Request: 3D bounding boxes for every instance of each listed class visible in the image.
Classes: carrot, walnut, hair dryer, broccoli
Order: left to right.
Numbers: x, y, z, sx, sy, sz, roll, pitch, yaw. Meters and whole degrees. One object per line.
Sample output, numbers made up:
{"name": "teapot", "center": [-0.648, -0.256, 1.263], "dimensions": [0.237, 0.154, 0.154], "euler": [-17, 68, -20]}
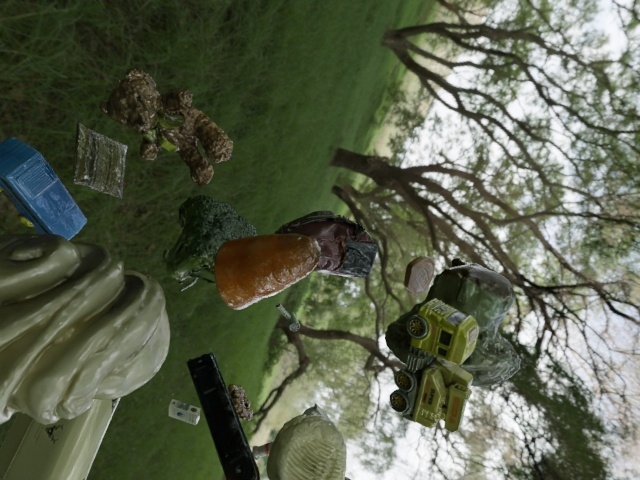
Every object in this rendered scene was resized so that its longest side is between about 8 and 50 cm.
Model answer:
{"name": "broccoli", "center": [-0.323, 0.031, 1.254], "dimensions": [0.283, 0.321, 0.304], "euler": [-30, -149, 7]}
{"name": "walnut", "center": [-0.324, 0.636, 1.635], "dimensions": [0.143, 0.069, 0.170], "euler": [57, -8, 44]}
{"name": "carrot", "center": [-0.100, 0.053, 0.917], "dimensions": [0.159, 0.224, 0.159], "euler": [-14, 90, -71]}
{"name": "hair dryer", "center": [-0.115, 0.244, 1.382], "dimensions": [0.037, 0.124, 0.063], "euler": [-36, -147, -3]}

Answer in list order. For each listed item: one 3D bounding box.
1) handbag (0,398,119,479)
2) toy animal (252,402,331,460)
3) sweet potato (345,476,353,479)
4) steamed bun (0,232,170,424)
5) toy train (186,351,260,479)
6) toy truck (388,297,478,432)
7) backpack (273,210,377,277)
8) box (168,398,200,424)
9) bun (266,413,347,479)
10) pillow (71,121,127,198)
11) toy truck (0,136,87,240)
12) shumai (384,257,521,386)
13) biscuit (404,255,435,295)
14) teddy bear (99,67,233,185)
{"name": "handbag", "center": [-0.677, 0.496, 1.096], "dimensions": [0.160, 0.236, 0.359], "euler": [57, 43, -56]}
{"name": "toy animal", "center": [-0.084, 0.659, 1.352], "dimensions": [0.282, 0.141, 0.138], "euler": [-28, 160, -13]}
{"name": "sweet potato", "center": [0.073, 0.976, 1.683], "dimensions": [0.059, 0.280, 0.067], "euler": [-78, -175, -59]}
{"name": "steamed bun", "center": [-0.429, 0.109, 0.681], "dimensions": [0.339, 0.351, 0.248], "euler": [-6, 109, -59]}
{"name": "toy train", "center": [-0.282, 0.513, 1.198], "dimensions": [0.409, 0.086, 0.089], "euler": [54, -30, 36]}
{"name": "toy truck", "center": [0.259, 0.278, 0.911], "dimensions": [0.124, 0.157, 0.273], "euler": [-10, 114, -54]}
{"name": "backpack", "center": [0.000, 0.000, 1.395], "dimensions": [0.283, 0.316, 0.198], "euler": [-135, -126, -66]}
{"name": "box", "center": [-0.376, 0.475, 1.154], "dimensions": [0.024, 0.083, 0.054], "euler": [-70, 177, -54]}
{"name": "bun", "center": [-0.043, 0.559, 1.073], "dimensions": [0.134, 0.220, 0.221], "euler": [-25, -139, 60]}
{"name": "pillow", "center": [-0.757, -0.269, 1.437], "dimensions": [0.212, 0.052, 0.209], "euler": [25, 65, -70]}
{"name": "toy truck", "center": [-0.941, -0.147, 1.388], "dimensions": [0.161, 0.162, 0.385], "euler": [-56, 164, -32]}
{"name": "shumai", "center": [0.405, 0.223, 1.235], "dimensions": [0.324, 0.396, 0.324], "euler": [-60, 158, -76]}
{"name": "biscuit", "center": [0.348, 0.122, 1.449], "dimensions": [0.142, 0.028, 0.221], "euler": [-50, 143, -10]}
{"name": "teddy bear", "center": [-0.410, -0.302, 1.130], "dimensions": [0.246, 0.296, 0.222], "euler": [-41, 169, 31]}
